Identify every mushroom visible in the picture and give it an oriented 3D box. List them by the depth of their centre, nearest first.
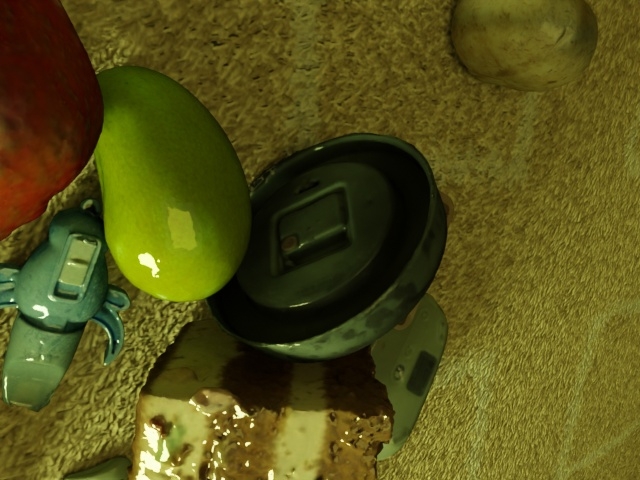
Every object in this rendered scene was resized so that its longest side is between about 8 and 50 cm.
[{"bbox_3d":[0.368,-0.358,0.915,0.254,0.189,0.195,8,104,-41],"label":"mushroom"}]

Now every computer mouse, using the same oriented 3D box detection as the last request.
[{"bbox_3d":[-0.316,0.345,0.761,0.110,0.032,0.056,-8,110,-34],"label":"computer mouse"},{"bbox_3d":[0.122,0.242,1.010,0.197,0.095,0.331,40,71,-25],"label":"computer mouse"}]

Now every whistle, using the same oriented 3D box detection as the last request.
[{"bbox_3d":[-0.310,0.075,0.641,0.180,0.093,0.269,19,100,-33],"label":"whistle"}]

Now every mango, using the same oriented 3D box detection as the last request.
[{"bbox_3d":[-0.168,-0.064,0.636,0.185,0.149,0.273,-7,86,-58],"label":"mango"}]

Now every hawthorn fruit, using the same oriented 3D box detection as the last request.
[{"bbox_3d":[-0.334,-0.145,0.440,0.254,0.254,0.300,-44,123,-16],"label":"hawthorn fruit"}]

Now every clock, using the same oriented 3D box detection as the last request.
[{"bbox_3d":[0.000,0.000,0.685,0.325,0.325,0.067,-50,132,-12],"label":"clock"}]

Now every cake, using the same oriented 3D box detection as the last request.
[{"bbox_3d":[-0.079,0.252,0.714,0.290,0.282,0.255,11,102,-4],"label":"cake"}]

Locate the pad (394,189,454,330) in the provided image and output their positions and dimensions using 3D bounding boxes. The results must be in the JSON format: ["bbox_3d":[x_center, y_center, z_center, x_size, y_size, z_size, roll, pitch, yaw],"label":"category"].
[{"bbox_3d":[0.139,0.016,0.957,0.176,0.002,0.266,27,81,-29],"label":"pad"}]
